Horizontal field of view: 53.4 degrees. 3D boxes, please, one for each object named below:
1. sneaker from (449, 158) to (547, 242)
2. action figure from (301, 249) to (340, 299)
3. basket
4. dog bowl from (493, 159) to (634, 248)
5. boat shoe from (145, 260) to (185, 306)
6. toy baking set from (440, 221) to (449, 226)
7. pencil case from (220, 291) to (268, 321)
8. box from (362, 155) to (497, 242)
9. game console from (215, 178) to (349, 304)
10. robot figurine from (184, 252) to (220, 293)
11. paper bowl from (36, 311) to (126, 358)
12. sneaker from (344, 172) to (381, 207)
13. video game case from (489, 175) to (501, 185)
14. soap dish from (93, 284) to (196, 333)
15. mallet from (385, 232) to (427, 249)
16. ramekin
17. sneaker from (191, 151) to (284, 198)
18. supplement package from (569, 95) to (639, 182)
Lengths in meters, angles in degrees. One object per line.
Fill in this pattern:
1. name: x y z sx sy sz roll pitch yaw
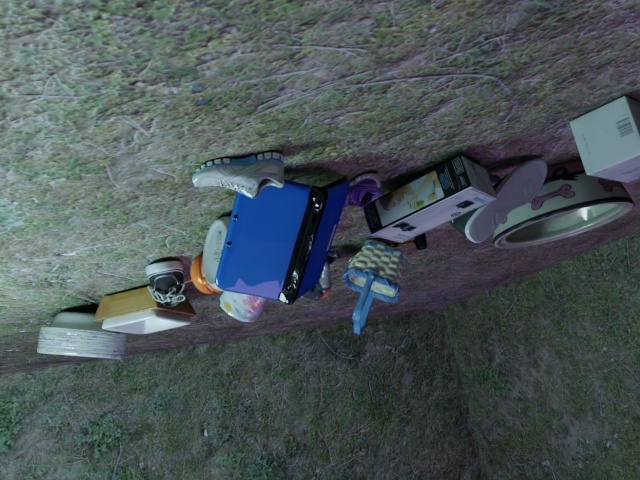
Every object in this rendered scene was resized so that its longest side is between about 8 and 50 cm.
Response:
1. sneaker: 0.457 -0.122 1.689 0.296 0.104 0.147 -42 -154 -8
2. action figure: -0.104 0.144 2.143 0.330 0.178 0.341 14 149 -40
3. basket: 0.169 0.163 2.161 0.201 0.288 0.254 15 160 8
4. dog bowl: 0.701 -0.108 1.901 0.409 0.150 0.408 -11 165 -3
5. boat shoe: -0.469 0.141 1.945 0.113 0.104 0.306 -8 165 -17
6. toy baking set: 0.401 -0.082 1.978 0.256 0.030 0.197 -6 164 -23
7. pencil case: -0.169 0.087 1.724 0.124 0.273 0.113 21 -165 -22
8. box: 0.273 -0.096 1.604 0.290 0.087 0.169 -26 159 30
9. game console: -0.084 -0.018 1.481 0.174 0.292 0.250 24 -158 16
10. robot figurine: -0.281 0.082 1.841 0.220 0.158 0.128 -16 143 15
11. paper bowl: -0.814 0.327 2.193 0.285 0.147 0.284 5 168 1
12. sneaker: 0.082 -0.106 1.549 0.068 0.071 0.170 -1 162 -38
13. video game case: 0.337 -0.129 1.738 0.274 0.026 0.196 2 155 -40
14. soap dish: -0.591 0.238 2.171 0.229 0.118 0.291 -13 166 12
15. mallet: 0.275 0.003 2.203 0.190 0.062 0.039 -3 169 25
16. ramekin: -0.214 0.035 1.589 0.109 0.207 0.207 7 157 -30
17. sneaker: -0.161 -0.121 1.273 0.191 0.082 0.071 -11 167 -2
18. supplement package: 0.713 -0.228 1.482 0.244 0.138 0.134 0 161 -44
